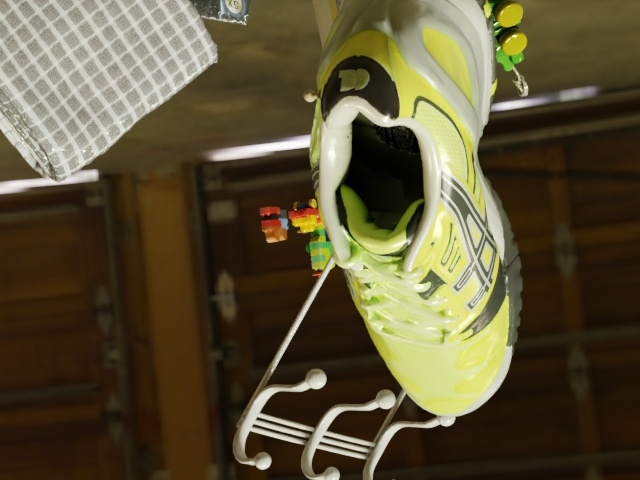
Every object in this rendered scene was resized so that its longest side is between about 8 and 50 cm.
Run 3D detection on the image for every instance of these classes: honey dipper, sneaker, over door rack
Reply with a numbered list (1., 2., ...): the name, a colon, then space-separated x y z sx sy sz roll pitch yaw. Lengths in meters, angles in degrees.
1. honey dipper: 0.033 -0.205 1.949 0.030 0.030 0.160 -2 -173 -45
2. sneaker: 0.054 -0.005 0.987 0.145 0.385 0.147 6 -138 25
3. over door rack: 0.060 0.123 1.548 0.239 0.324 0.108 22 179 -43

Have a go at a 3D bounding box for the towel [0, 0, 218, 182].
1. towel: -0.268 -0.235 1.413 0.235 0.284 0.121 -41 -156 -17

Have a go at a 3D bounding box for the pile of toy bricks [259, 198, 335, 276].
1. pile of toy bricks: 0.000 0.000 2.017 0.118 0.105 0.212 -10 175 28

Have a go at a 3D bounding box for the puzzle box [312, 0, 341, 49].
1. puzzle box: 0.040 -0.208 1.472 0.052 0.272 0.409 -13 -161 -2

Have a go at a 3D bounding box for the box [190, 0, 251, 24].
1. box: -0.188 -0.404 2.113 0.147 0.078 0.180 7 -155 -16

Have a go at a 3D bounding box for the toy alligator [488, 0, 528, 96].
1. toy alligator: 0.184 -0.213 1.450 0.051 0.056 0.190 -22 138 -3
